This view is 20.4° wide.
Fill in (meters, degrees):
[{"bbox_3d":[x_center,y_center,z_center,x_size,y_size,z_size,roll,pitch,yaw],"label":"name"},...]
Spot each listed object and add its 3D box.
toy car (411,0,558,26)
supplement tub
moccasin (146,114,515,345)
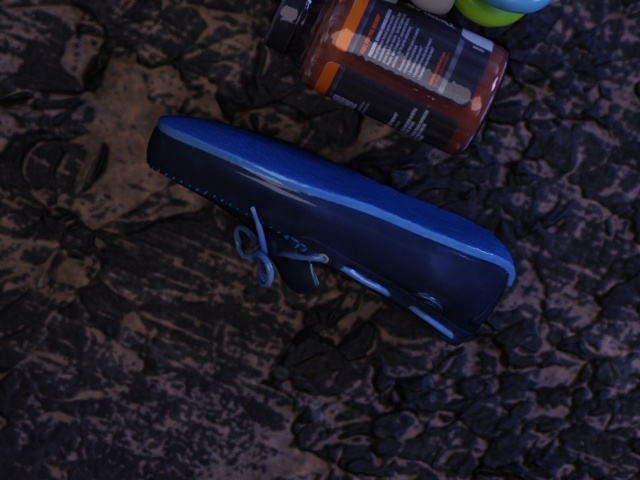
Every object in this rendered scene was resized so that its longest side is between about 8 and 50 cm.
[{"bbox_3d":[0.153,-0.264,1.464,0.159,0.136,0.182,-6,104,-19],"label":"toy car"},{"bbox_3d":[0.054,-0.158,1.521,0.198,0.106,0.106,25,103,-4],"label":"supplement tub"},{"bbox_3d":[0.000,0.000,1.547,0.342,0.138,0.117,24,107,-4],"label":"moccasin"}]
